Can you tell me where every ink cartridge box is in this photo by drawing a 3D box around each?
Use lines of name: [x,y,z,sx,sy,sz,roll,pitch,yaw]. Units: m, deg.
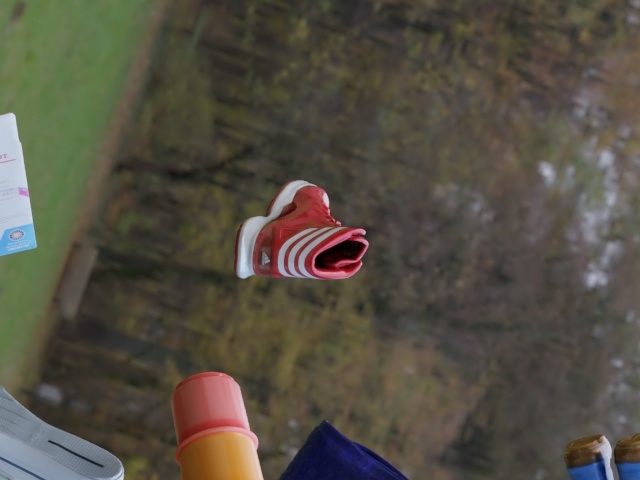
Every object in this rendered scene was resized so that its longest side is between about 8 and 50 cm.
ink cartridge box: [-0.390,-0.070,1.946,0.061,0.104,0.181,-125,-153,-51]

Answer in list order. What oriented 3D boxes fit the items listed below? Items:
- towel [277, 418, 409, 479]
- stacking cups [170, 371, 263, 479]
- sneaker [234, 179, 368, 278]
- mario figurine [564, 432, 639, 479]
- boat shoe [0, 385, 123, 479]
towel: [-0.007,0.390,2.020,0.308,0.076,0.227,-51,-131,-5]
stacking cups: [-0.064,0.254,1.443,0.096,0.096,0.316,117,-31,-49]
sneaker: [0.000,0.000,1.856,0.221,0.128,0.087,-47,144,-61]
mario figurine: [0.368,0.377,1.952,0.198,0.170,0.320,174,-92,-71]
boat shoe: [-0.292,0.194,1.570,0.076,0.226,0.083,-66,168,22]
